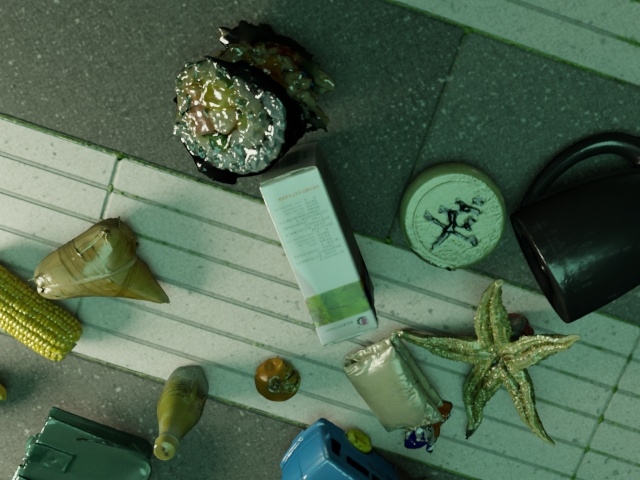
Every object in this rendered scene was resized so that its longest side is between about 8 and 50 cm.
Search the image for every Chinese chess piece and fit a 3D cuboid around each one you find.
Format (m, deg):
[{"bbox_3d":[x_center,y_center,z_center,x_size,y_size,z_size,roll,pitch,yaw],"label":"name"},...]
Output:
[{"bbox_3d":[0.229,-0.042,1.747,0.188,0.083,0.188,1,108,4],"label":"Chinese chess piece"}]

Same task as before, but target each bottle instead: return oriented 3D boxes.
[{"bbox_3d":[-0.252,0.307,1.774,0.083,0.270,0.083,1,109,2],"label":"bottle"}]

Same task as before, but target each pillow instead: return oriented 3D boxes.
[{"bbox_3d":[0.132,0.266,1.843,0.134,0.078,0.181,-24,106,31],"label":"pillow"}]

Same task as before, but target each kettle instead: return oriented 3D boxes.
[{"bbox_3d":[0.479,-0.042,1.694,0.290,0.207,0.268,-28,77,4],"label":"kettle"}]

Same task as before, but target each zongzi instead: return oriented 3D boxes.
[{"bbox_3d":[-0.391,0.078,1.801,0.194,0.099,0.197,-28,112,10],"label":"zongzi"}]

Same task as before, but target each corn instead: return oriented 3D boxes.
[{"bbox_3d":[-0.546,0.124,1.818,0.244,0.093,0.093,37,105,-9],"label":"corn"}]

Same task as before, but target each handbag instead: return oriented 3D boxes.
[{"bbox_3d":[-0.478,0.493,1.902,0.238,0.089,0.326,24,104,-20],"label":"handbag"}]

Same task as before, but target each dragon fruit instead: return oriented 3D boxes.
[{"bbox_3d":[0.349,0.169,1.824,0.083,0.060,0.056,-8,116,36],"label":"dragon fruit"}]

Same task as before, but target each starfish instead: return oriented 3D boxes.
[{"bbox_3d":[0.327,0.219,1.776,0.358,0.078,0.347,-18,107,41],"label":"starfish"}]

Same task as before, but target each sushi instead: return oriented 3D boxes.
[{"bbox_3d":[-0.110,-0.233,1.643,0.238,0.219,0.225,40,134,-14],"label":"sushi"}]

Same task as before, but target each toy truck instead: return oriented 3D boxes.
[{"bbox_3d":[0.106,0.499,1.882,0.385,0.162,0.161,38,106,-10],"label":"toy truck"}]

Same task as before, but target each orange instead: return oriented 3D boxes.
[{"bbox_3d":[-0.082,0.263,1.865,0.086,0.062,0.086,1,109,4],"label":"orange"}]

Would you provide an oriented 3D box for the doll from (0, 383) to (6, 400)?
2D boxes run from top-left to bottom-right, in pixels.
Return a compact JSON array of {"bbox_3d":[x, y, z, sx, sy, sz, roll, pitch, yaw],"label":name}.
[{"bbox_3d":[-0.736,0.320,1.875,0.293,0.138,0.119,-15,66,4],"label":"doll"}]

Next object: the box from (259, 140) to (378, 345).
[{"bbox_3d":[0.000,0.000,1.705,0.106,0.200,0.299,-20,106,7],"label":"box"}]

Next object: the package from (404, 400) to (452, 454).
[{"bbox_3d":[0.201,0.347,1.899,0.077,0.033,0.111,16,87,13],"label":"package"}]
